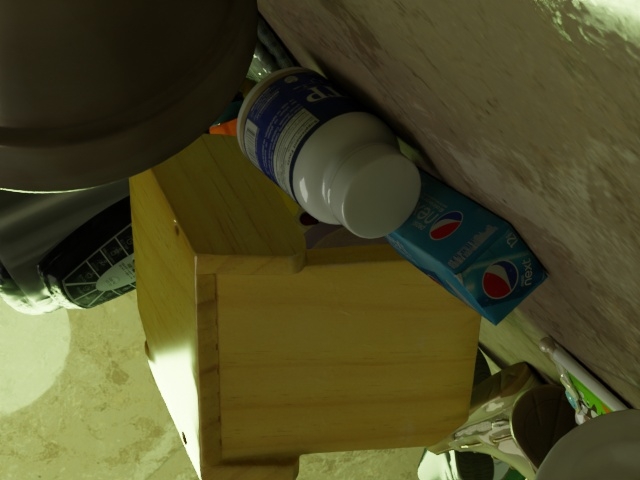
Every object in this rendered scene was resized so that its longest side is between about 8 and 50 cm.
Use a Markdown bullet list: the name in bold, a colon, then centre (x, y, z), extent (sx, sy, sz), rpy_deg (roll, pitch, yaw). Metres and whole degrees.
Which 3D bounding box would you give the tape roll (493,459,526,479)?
- **tape roll**: centre (0.218, 0.382, 2.174), extent (0.077, 0.321, 0.321), rpy_deg (47, 176, -7)

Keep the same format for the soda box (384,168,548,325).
- **soda box**: centre (0.117, -0.001, 1.399), extent (0.071, 0.067, 0.210), rpy_deg (50, 176, -28)

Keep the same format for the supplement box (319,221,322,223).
- **supplement box**: centre (0.042, 0.054, 2.196), extent (0.239, 0.130, 0.073), rpy_deg (43, 175, 30)

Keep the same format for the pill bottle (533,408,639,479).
- **pill bottle**: centre (0.320, 0.299, 1.416), extent (0.176, 0.176, 0.318), rpy_deg (43, 174, 41)

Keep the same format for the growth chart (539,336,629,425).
- **growth chart**: centre (0.310, 0.206, 1.605), extent (0.172, 0.021, 0.237), rpy_deg (40, 166, 48)

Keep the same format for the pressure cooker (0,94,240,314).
- **pressure cooker**: centre (-0.313, -0.125, 2.227), extent (0.370, 0.420, 0.375), rpy_deg (-104, -9, -69)

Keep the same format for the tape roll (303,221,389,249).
- **tape roll**: centre (0.046, 0.066, 1.869), extent (0.189, 0.189, 0.080), rpy_deg (48, 175, -15)

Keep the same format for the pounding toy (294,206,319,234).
- **pounding toy**: centre (0.000, 0.000, 1.955), extent (0.269, 0.154, 0.155), rpy_deg (46, 176, 11)

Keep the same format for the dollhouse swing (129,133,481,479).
- **dollhouse swing**: centre (-0.023, 0.061, 1.726), extent (0.315, 0.305, 0.347), rpy_deg (-121, 24, -45)

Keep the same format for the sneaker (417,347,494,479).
- **sneaker**: centre (0.179, 0.255, 2.151), extent (0.083, 0.222, 0.118), rpy_deg (13, 153, -24)

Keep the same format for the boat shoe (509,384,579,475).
- **boat shoe**: centre (0.341, 0.309, 1.769), extent (0.341, 0.121, 0.110), rpy_deg (57, -179, 4)

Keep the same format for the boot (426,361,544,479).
- **boot**: centre (0.254, 0.273, 1.968), extent (0.203, 0.095, 0.262), rpy_deg (44, 145, -4)

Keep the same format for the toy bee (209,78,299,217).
- **toy bee**: centre (-0.082, -0.134, 1.821), extent (0.298, 0.162, 0.195), rpy_deg (22, 126, 50)

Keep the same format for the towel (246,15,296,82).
- **towel**: centre (-0.168, -0.292, 1.623), extent (0.324, 0.056, 0.312), rpy_deg (51, 175, -32)

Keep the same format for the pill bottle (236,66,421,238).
- **pill bottle**: centre (0.010, -0.080, 1.432), extent (0.186, 0.112, 0.112), rpy_deg (42, 173, 48)

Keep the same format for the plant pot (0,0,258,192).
- **plant pot**: centre (-0.210, -0.245, 1.128), extent (0.323, 0.323, 0.280), rpy_deg (45, 158, 24)
